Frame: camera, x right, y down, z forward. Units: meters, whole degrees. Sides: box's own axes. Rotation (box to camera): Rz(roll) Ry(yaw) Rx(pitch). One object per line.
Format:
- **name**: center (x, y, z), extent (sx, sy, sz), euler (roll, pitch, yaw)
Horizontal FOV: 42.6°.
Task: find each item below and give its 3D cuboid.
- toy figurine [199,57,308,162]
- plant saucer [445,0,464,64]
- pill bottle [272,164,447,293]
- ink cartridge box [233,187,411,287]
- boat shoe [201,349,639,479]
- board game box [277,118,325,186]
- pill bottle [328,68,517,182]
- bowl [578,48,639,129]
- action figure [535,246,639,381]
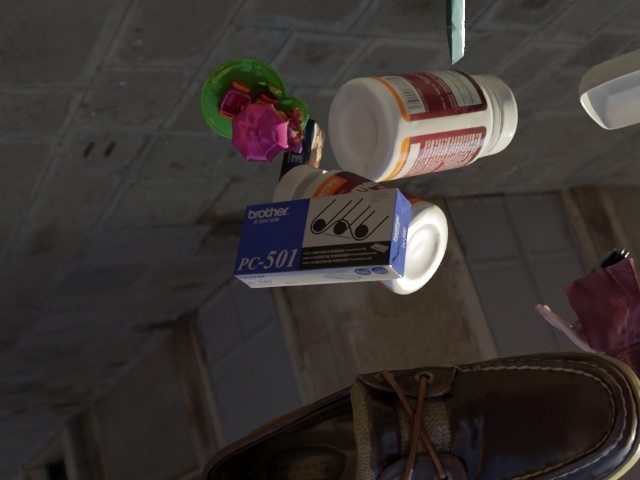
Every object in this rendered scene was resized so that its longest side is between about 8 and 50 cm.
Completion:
- **toy figurine**: center (-0.075, -0.160, 1.159), extent (0.173, 0.159, 0.130), euler (20, 114, -29)
- **plant saucer**: center (0.148, -0.286, 0.905), extent (0.018, 0.067, 0.192), euler (-5, 147, 7)
- **pill bottle**: center (0.046, -0.023, 1.074), extent (0.221, 0.121, 0.121), euler (25, -167, 38)
- **ink cartridge box**: center (0.000, 0.000, 0.974), extent (0.207, 0.097, 0.046), euler (-6, 152, 28)
- **boat shoe**: center (0.062, 0.154, 0.611), extent (0.342, 0.123, 0.123), euler (-15, 158, 28)
- **board game box**: center (-0.042, -0.082, 1.428), extent (0.042, 0.243, 0.165), euler (11, -179, 6)
- **pill bottle**: center (0.232, -0.259, 1.807), extent (0.392, 0.224, 0.224), euler (-12, 163, -35)
- **bowl**: center (0.449, -0.224, 1.176), extent (0.142, 0.053, 0.142), euler (-18, 154, 32)
- **action figure**: center (0.563, 0.212, 1.487), extent (0.275, 0.370, 0.248), euler (-29, 150, 23)
